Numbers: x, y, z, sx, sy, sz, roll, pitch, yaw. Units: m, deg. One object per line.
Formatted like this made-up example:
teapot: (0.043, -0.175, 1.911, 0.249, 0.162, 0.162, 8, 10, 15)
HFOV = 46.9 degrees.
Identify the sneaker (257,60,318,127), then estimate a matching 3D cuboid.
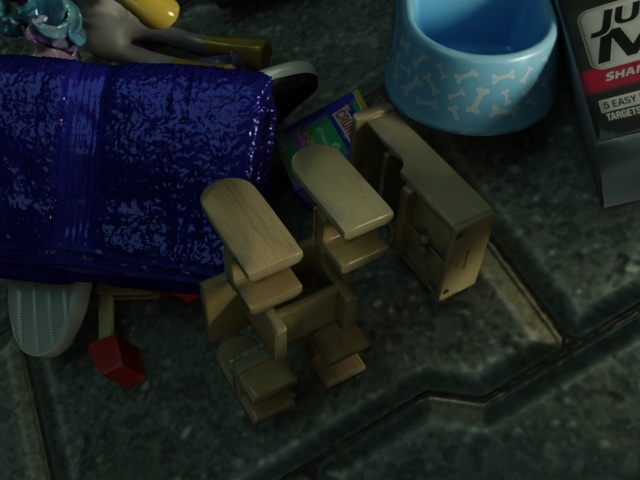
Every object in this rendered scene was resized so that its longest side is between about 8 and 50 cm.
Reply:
sneaker: (-0.083, -0.090, 0.776, 0.217, 0.079, 0.121, -25, 77, 12)

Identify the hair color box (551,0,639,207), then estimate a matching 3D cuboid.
hair color box: (0.312, -0.232, 0.687, 0.185, 0.113, 0.374, -13, 58, 17)

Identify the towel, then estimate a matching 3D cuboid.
towel: (-0.202, -0.061, 0.713, 0.308, 0.076, 0.227, 5, 96, 8)

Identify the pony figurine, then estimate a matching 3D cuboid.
pony figurine: (-0.248, -0.255, 0.843, 0.363, 0.351, 0.303, 17, 73, 10)

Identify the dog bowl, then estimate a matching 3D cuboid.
dog bowl: (0.145, -0.227, 0.728, 0.166, 0.074, 0.297, 1, 49, 1)

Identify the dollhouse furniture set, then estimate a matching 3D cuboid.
dollhouse furniture set: (0.000, 0.000, 0.645, 0.242, 0.212, 0.161, -23, 54, -21)

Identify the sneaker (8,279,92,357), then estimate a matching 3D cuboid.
sneaker: (-0.278, 0.007, 0.830, 0.094, 0.091, 0.258, -2, 71, 15)

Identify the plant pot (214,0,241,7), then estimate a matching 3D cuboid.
plant pot: (-0.083, -0.386, 0.925, 0.165, 0.167, 0.167, -20, 57, 22)

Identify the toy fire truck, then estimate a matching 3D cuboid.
toy fire truck: (-0.195, 0.045, 0.797, 0.135, 0.047, 0.192, -31, 56, 4)

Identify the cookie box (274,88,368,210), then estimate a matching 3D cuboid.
cookie box: (0.014, -0.097, 0.787, 0.107, 0.040, 0.092, -27, 54, 7)
